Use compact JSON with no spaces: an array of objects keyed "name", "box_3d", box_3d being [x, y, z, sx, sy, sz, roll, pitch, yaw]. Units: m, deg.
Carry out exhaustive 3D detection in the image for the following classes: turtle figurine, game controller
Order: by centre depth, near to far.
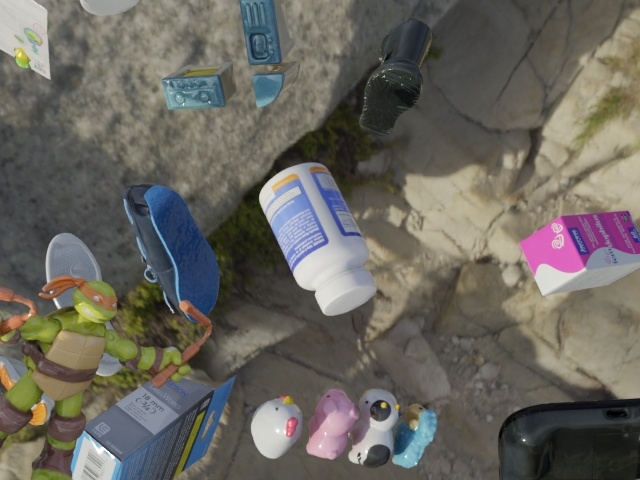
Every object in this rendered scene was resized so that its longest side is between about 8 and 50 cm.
[{"name":"turtle figurine","box_3d":[-0.244,0.113,0.748,0.087,0.269,0.217,40,105,42]},{"name":"game controller","box_3d":[0.341,0.220,0.840,0.319,0.167,0.067,-5,28,7]}]

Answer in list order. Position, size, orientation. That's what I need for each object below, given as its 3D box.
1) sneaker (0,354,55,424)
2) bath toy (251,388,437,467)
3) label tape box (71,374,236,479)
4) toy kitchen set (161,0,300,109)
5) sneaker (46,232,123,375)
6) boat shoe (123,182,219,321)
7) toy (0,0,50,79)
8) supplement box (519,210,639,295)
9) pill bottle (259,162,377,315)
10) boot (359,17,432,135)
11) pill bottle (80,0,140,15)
[{"name":"sneaker","box_3d":[-0.597,0.307,1.759,0.262,0.121,0.099,21,110,41]},{"name":"bath toy","box_3d":[0.044,0.352,1.593,0.348,0.129,0.152,9,69,-22]},{"name":"label tape box","box_3d":[-0.324,0.382,1.576,0.105,0.241,0.333,33,31,16]},{"name":"toy kitchen set","box_3d":[-0.130,-0.258,0.996,0.166,0.207,0.122,1,26,20]},{"name":"sneaker","box_3d":[-0.483,0.136,1.681,0.104,0.147,0.296,-21,87,-25]},{"name":"boat shoe","box_3d":[-0.222,0.010,1.267,0.089,0.258,0.109,19,45,32]},{"name":"toy","box_3d":[-0.592,-0.438,1.683,0.136,0.237,0.056,32,59,-1]},{"name":"supplement box","box_3d":[0.493,0.022,1.549,0.220,0.114,0.111,-6,67,-37]},{"name":"pill bottle","box_3d":[0.000,0.000,1.594,0.152,0.152,0.272,-24,68,-4]},{"name":"boot","box_3d":[0.150,-0.330,1.544,0.094,0.246,0.207,21,71,-2]},{"name":"pill bottle","box_3d":[-0.311,-0.417,1.138,0.117,0.117,0.209,-20,75,-2]}]
